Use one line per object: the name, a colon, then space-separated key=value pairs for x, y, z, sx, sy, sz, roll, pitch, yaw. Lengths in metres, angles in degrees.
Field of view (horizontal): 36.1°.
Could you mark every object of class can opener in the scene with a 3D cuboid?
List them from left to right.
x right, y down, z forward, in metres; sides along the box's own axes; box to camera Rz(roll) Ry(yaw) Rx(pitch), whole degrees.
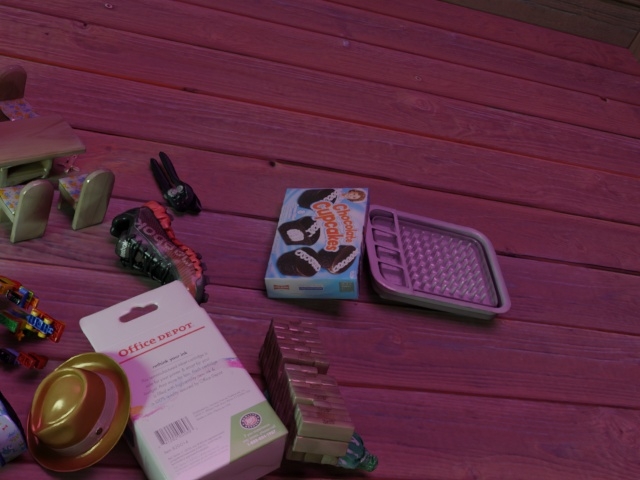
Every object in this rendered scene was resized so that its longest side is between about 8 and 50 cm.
can opener: x=-0.322 y=-0.124 z=2.114 sx=0.059 sy=0.073 sz=0.186 roll=-36 pitch=56 yaw=-7

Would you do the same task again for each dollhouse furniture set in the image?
dollhouse furniture set: x=-0.637 y=-0.202 z=1.854 sx=0.394 sy=0.256 sz=0.362 roll=-17 pitch=54 yaw=-41

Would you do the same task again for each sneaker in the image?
sneaker: x=-0.316 y=0.032 z=1.881 sx=0.135 sy=0.097 sz=0.276 roll=-9 pitch=46 yaw=-37

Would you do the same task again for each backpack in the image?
backpack: x=-0.497 y=0.283 z=1.475 sx=0.084 sy=0.105 sz=0.114 roll=-33 pitch=64 yaw=-24

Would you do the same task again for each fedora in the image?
fedora: x=-0.386 y=0.256 z=1.504 sx=0.194 sy=0.194 sz=0.079 roll=52 pitch=2 yaw=32

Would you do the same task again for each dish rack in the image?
dish rack: x=0.244 y=0.059 z=2.183 sx=0.333 sy=0.072 sz=0.285 roll=12 pitch=38 yaw=-16

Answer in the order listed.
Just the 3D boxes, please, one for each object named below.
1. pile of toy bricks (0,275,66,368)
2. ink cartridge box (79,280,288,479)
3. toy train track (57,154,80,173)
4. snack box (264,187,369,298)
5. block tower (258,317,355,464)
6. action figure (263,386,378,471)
pile of toy bricks: x=-0.499 y=0.140 z=1.665 sx=0.212 sy=0.118 sz=0.105 roll=26 pitch=5 yaw=29
ink cartridge box: x=-0.234 y=0.251 z=1.608 sx=0.207 sy=0.119 sz=0.353 roll=-22 pitch=56 yaw=-25
toy train track: x=-0.527 y=-0.170 z=2.078 sx=0.048 sy=0.014 sz=0.083 roll=19 pitch=37 yaw=-7
snack box: x=0.000 y=0.000 z=2.072 sx=0.187 sy=0.060 sz=0.322 roll=0 pitch=37 yaw=7
block tower: x=-0.032 y=0.252 z=1.692 sx=0.097 sy=0.090 sz=0.335 roll=11 pitch=23 yaw=-16
action figure: x=-0.008 y=0.344 z=1.703 sx=0.232 sy=0.063 sz=0.137 roll=24 pitch=35 yaw=5
